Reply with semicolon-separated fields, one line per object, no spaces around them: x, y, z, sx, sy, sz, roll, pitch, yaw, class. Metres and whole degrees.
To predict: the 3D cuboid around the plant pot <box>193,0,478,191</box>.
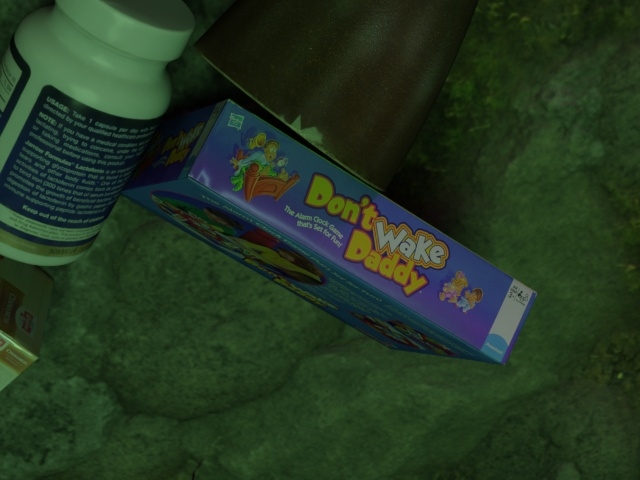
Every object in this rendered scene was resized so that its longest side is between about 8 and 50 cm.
0.041;-0.199;1.139;0.215;0.215;0.230;34;98;-22;plant pot

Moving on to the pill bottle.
-0.228;-0.119;1.183;0.153;0.153;0.264;25;117;-18;pill bottle

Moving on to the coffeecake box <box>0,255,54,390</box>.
-0.365;0.114;1.322;0.185;0.142;0.068;-40;116;18;coffeecake box

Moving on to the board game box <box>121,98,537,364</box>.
0.000;0.000;1.226;0.347;0.233;0.078;31;77;-21;board game box
